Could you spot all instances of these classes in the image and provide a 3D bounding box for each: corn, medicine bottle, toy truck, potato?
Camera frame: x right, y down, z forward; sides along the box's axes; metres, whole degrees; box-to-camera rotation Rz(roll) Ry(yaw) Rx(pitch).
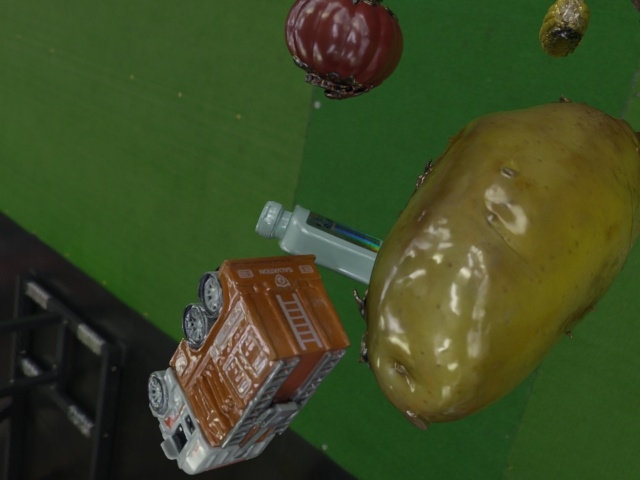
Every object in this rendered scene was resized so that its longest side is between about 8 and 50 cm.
[{"bbox_3d":[0.373,-0.326,1.010,0.072,0.203,0.071,2,96,16],"label":"corn"},{"bbox_3d":[0.000,0.000,1.175,0.229,0.121,0.083,21,107,-2],"label":"medicine bottle"},{"bbox_3d":[-0.120,0.208,1.010,0.206,0.173,0.387,59,134,31],"label":"toy truck"},{"bbox_3d":[0.136,-0.004,0.458,0.140,0.300,0.172,20,131,36],"label":"potato"}]

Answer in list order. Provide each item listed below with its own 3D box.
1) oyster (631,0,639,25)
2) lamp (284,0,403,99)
[{"bbox_3d":[0.435,-0.309,0.850,0.344,0.079,0.129,64,169,-5],"label":"oyster"},{"bbox_3d":[0.040,-0.368,1.226,0.227,0.227,0.226,7,101,41],"label":"lamp"}]
